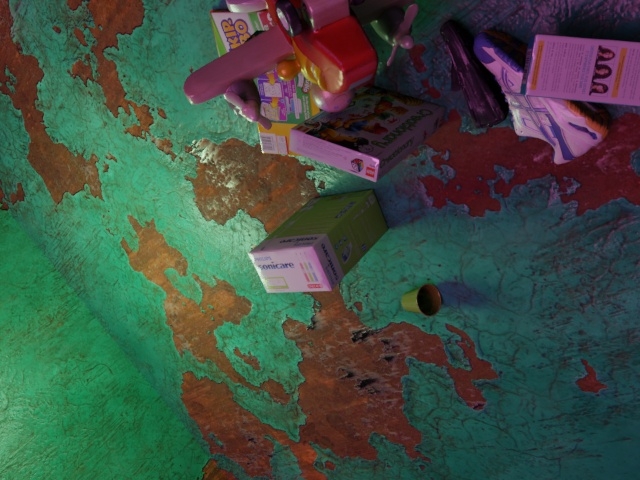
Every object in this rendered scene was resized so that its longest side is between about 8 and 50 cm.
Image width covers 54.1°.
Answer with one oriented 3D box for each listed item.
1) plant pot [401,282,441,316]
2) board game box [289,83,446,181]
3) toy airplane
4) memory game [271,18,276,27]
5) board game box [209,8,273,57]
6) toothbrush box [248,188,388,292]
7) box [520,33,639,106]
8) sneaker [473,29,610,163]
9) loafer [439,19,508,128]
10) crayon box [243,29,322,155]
[{"bbox_3d":[0.249,0.152,1.585,0.079,0.083,0.083,-13,112,57],"label":"plant pot"},{"bbox_3d":[0.102,-0.225,1.256,0.193,0.305,0.053,23,129,23],"label":"board game box"},{"bbox_3d":[-0.020,-0.369,1.168,0.386,0.384,0.272,-1,132,29],"label":"toy airplane"},{"bbox_3d":[-0.018,-0.456,1.307,0.186,0.186,0.012,27,177,20],"label":"memory game"},{"bbox_3d":[-0.161,-0.480,1.477,0.259,0.039,0.124,14,128,34],"label":"board game box"},{"bbox_3d":[0.000,0.000,1.513,0.206,0.283,0.122,-6,115,39],"label":"toothbrush box"},{"bbox_3d":[0.465,-0.278,1.032,0.244,0.060,0.100,8,106,7],"label":"box"},{"bbox_3d":[0.380,-0.258,1.158,0.296,0.112,0.131,44,137,5],"label":"sneaker"},{"bbox_3d":[0.284,-0.317,1.215,0.078,0.076,0.223,-21,109,37],"label":"loafer"},{"bbox_3d":[-0.066,-0.331,1.436,0.165,0.081,0.278,7,129,18],"label":"crayon box"}]
